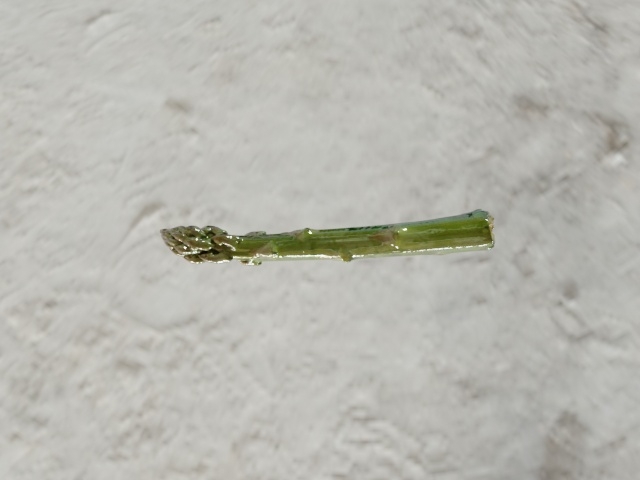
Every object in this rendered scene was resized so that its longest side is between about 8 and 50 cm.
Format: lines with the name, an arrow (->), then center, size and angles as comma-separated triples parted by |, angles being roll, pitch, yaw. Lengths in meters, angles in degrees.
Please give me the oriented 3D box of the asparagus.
asparagus -> 0.000, 0.000, 0.587 | 0.114, 0.015, 0.014 | -2, 120, 17
